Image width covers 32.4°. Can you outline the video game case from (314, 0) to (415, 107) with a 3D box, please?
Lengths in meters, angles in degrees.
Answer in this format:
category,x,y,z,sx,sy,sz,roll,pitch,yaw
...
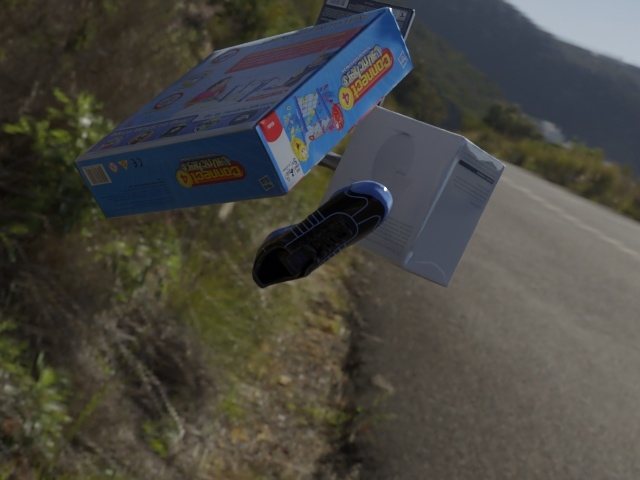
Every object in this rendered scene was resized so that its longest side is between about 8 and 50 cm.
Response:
category,x,y,z,sx,sy,sz,roll,pitch,yaw
video game case,0.062,-0.380,2.304,0.196,0.274,0.026,16,-13,17

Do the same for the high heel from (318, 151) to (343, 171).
category,x,y,z,sx,sy,sz,roll,pitch,yaw
high heel,-0.005,-0.278,2.183,0.186,0.261,0.093,22,18,16

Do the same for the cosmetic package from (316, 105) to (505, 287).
category,x,y,z,sx,sy,sz,roll,pitch,yaw
cosmetic package,0.141,-0.074,1.801,0.224,0.225,0.138,28,2,43

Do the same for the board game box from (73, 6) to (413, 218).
category,x,y,z,sx,sy,sz,roll,pitch,yaw
board game box,-0.091,-0.154,1.338,0.308,0.086,0.302,-5,30,41

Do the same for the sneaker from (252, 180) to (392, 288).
category,x,y,z,sx,sy,sz,roll,pitch,yaw
sneaker,0.000,0.000,1.553,0.081,0.232,0.090,49,33,-18
